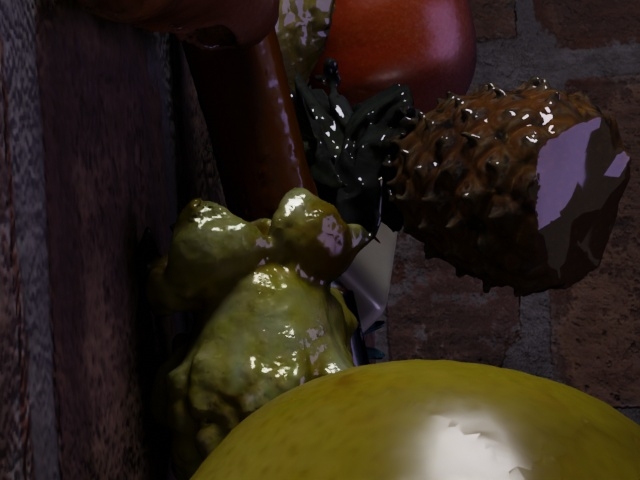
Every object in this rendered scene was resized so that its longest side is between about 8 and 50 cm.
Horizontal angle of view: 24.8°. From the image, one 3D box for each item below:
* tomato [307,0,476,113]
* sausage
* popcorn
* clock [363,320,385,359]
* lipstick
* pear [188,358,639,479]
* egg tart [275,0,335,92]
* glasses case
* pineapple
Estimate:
[{"bbox_3d":[0.056,-0.226,1.603,0.256,0.224,0.256,170,-90,-90],"label":"tomato"},{"bbox_3d":[-0.084,-0.155,0.834,0.087,0.079,0.326,49,9,1],"label":"sausage"},{"bbox_3d":[-0.031,0.070,0.918,0.168,0.173,0.195,20,62,-70],"label":"popcorn"},{"bbox_3d":[0.000,0.126,1.313,0.045,0.147,0.108,39,25,-16],"label":"clock"},{"bbox_3d":[-0.028,-0.007,1.029,0.077,0.077,0.418,-18,94,-84],"label":"lipstick"},{"bbox_3d":[0.036,0.251,0.505,0.362,0.362,0.418,72,26,-69],"label":"pear"},{"bbox_3d":[-0.030,-0.234,1.380,0.252,0.098,0.232,-81,172,-79],"label":"egg tart"},{"bbox_3d":[0.000,0.000,1.344,0.131,0.070,0.313,44,14,-7],"label":"glasses case"},{"bbox_3d":[0.050,-0.055,1.113,0.165,0.364,0.165,-16,111,-46],"label":"pineapple"}]
